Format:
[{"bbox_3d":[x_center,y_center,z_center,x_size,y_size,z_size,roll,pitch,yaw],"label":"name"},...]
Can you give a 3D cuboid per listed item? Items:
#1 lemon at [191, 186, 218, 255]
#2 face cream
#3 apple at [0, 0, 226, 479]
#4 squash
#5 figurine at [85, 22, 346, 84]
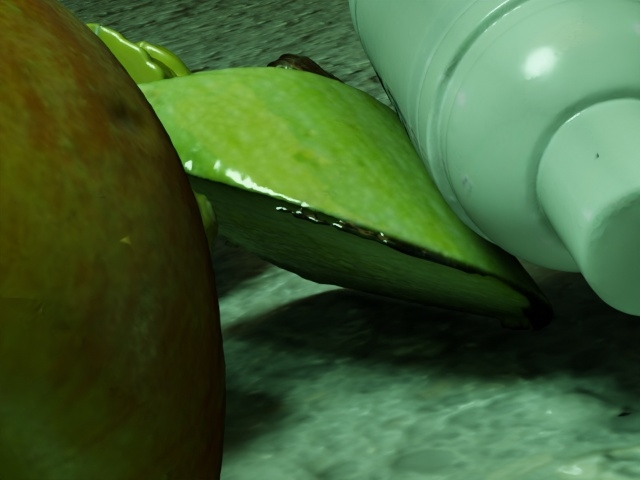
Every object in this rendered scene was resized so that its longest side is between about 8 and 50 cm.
[{"bbox_3d":[-0.173,0.030,0.791,0.260,0.204,0.204,-20,16,0],"label":"lemon"},{"bbox_3d":[0.111,-0.067,0.769,0.145,0.145,0.370,-11,27,-3],"label":"face cream"},{"bbox_3d":[-0.158,0.057,0.537,0.301,0.302,0.301,-10,16,3],"label":"apple"},{"bbox_3d":[0.000,0.000,0.871,0.204,0.155,0.237,-33,-41,32],"label":"squash"},{"bbox_3d":[-0.078,-0.068,1.167,0.168,0.187,0.315,-6,7,30],"label":"figurine"}]
